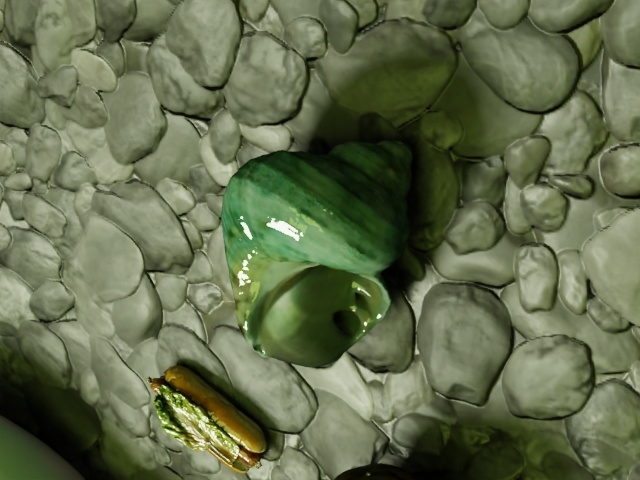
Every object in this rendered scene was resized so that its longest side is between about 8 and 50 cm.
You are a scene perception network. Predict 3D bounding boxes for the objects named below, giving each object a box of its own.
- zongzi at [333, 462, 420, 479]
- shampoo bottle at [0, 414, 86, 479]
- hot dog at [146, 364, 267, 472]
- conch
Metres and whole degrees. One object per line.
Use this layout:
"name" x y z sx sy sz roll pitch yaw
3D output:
"zongzi" -0.075 0.324 1.331 0.393 0.174 0.356 17 115 -2
"shampoo bottle" -0.296 0.288 1.513 0.350 0.151 0.221 27 120 18
"hot dog" -0.105 0.165 1.415 0.133 0.041 0.056 38 124 12
"conch" -0.001 0.000 1.241 0.176 0.122 0.188 40 129 -14
